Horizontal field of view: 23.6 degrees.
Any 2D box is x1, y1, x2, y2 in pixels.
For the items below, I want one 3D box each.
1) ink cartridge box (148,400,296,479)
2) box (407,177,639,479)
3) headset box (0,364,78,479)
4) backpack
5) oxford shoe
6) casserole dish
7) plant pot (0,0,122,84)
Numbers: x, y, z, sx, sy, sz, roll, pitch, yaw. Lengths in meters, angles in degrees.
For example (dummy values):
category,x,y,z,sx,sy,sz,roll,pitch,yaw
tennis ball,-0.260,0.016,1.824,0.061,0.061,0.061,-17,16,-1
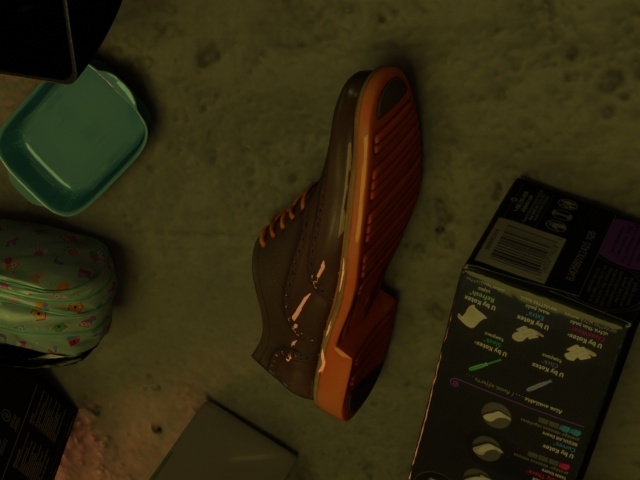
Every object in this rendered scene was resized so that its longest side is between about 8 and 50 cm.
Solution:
category,x,y,z,sx,sy,sz,roll,pitch,yaw
ink cartridge box,-0.170,0.364,1.604,0.119,0.207,0.353,30,126,4
box,0.182,0.112,1.317,0.143,0.165,0.270,20,125,14
headset box,-0.413,0.204,1.549,0.131,0.246,0.283,-20,130,31
backpack,-0.294,0.049,1.517,0.182,0.152,0.115,14,132,3
oxford shoe,0.000,0.000,1.363,0.133,0.130,0.363,23,126,19
casserole dish,-0.231,-0.102,1.461,0.114,0.037,0.188,46,126,-6
plant pot,-0.257,-0.259,1.298,0.187,0.167,0.188,10,121,20
